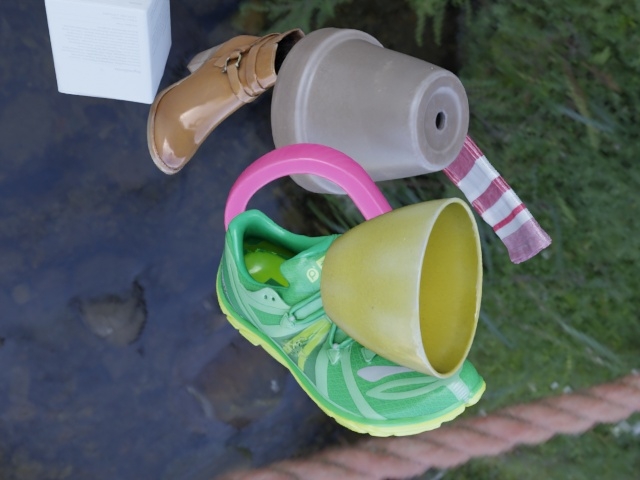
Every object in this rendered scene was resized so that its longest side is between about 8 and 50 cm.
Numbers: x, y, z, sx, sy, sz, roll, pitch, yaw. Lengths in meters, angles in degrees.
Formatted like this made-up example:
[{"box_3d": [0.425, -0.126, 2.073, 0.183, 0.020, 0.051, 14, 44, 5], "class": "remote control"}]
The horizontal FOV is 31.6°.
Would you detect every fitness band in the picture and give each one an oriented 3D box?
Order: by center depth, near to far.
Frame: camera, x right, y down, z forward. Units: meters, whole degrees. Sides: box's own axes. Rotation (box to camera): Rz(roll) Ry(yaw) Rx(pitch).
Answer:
[{"box_3d": [0.000, 0.000, 1.500, 0.209, 0.054, 0.291, -25, 121, 18], "class": "fitness band"}]

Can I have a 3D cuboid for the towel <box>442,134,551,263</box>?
[{"box_3d": [0.330, -0.101, 2.279, 0.037, 0.329, 0.237, -37, 174, -7], "class": "towel"}]

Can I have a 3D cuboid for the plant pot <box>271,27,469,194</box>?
[{"box_3d": [0.093, -0.187, 1.715, 0.263, 0.229, 0.263, -16, 111, -47], "class": "plant pot"}]

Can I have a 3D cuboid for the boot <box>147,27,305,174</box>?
[{"box_3d": [-0.147, -0.233, 1.846, 0.109, 0.220, 0.283, 57, 44, -31], "class": "boot"}]

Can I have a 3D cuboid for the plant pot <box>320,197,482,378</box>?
[{"box_3d": [0.056, 0.033, 0.861, 0.134, 0.095, 0.134, -13, 104, -62], "class": "plant pot"}]

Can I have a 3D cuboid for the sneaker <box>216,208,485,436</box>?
[{"box_3d": [0.009, 0.067, 0.984, 0.109, 0.295, 0.124, -37, 140, -32], "class": "sneaker"}]

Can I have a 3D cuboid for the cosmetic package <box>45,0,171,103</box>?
[{"box_3d": [-0.314, -0.329, 1.707, 0.151, 0.151, 0.184, 8, 138, 2], "class": "cosmetic package"}]
